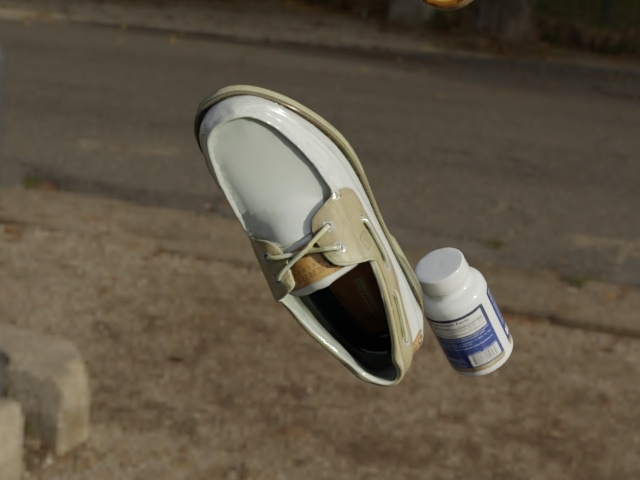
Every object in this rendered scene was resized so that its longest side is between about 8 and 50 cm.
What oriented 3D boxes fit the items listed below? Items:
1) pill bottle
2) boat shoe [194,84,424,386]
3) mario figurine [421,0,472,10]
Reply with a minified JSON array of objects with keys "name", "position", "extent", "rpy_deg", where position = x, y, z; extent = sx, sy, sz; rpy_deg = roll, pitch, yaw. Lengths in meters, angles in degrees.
[{"name":"pill bottle","position":[0.133,0.067,1.370],"extent":[0.067,0.120,0.067],"rpy_deg":[-19,34,14]},{"name":"boat shoe","position":[0.000,0.000,1.220],"extent":[0.113,0.302,0.103],"rpy_deg":[-28,31,21]},{"name":"mario figurine","position":[0.087,-0.262,1.151],"extent":[0.170,0.198,0.320],"rpy_deg":[-22,19,27]}]
